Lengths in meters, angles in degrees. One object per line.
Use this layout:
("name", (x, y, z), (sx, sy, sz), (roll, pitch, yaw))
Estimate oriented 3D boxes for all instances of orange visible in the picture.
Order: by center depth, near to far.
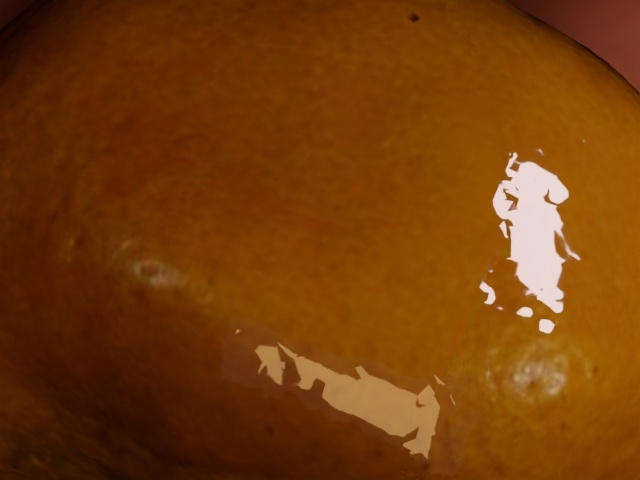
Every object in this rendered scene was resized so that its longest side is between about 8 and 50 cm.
("orange", (0.000, 0.000, 0.520), (0.249, 0.249, 0.183), (10, 102, -14))
